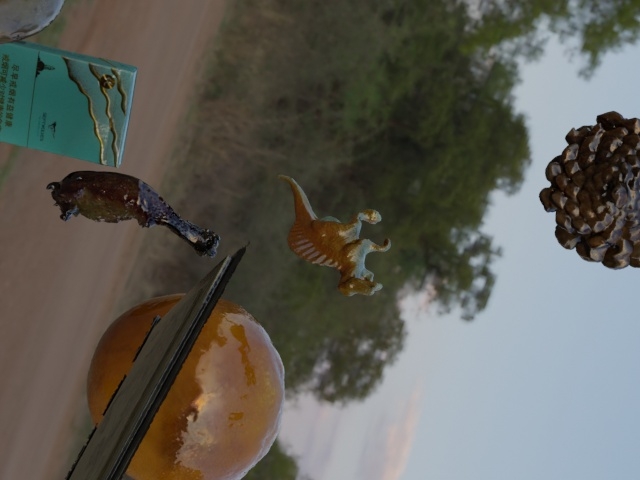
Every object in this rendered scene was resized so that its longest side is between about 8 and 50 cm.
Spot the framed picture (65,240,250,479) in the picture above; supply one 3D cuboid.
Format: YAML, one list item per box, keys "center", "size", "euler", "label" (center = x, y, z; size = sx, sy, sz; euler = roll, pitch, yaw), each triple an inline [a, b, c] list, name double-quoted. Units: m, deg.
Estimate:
- center: [-0.117, 0.104, 0.679]
  size: [0.199, 0.010, 0.195]
  euler: [-63, -169, -27]
  label: "framed picture"

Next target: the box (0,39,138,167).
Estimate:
- center: [-0.405, -0.213, 1.723]
  size: [0.041, 0.229, 0.162]
  euler: [-85, -172, -65]
  label: "box"

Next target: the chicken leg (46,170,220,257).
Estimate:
- center: [-0.255, -0.040, 1.534]
  size: [0.106, 0.253, 0.051]
  euler: [98, 13, -52]
  label: "chicken leg"

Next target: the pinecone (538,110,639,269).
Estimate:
- center: [0.346, -0.055, 1.306]
  size: [0.179, 0.195, 0.150]
  euler: [-45, -140, 7]
  label: "pinecone"

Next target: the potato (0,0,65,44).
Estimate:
- center: [-0.333, -0.255, 0.961]
  size: [0.165, 0.262, 0.165]
  euler: [-47, 146, -47]
  label: "potato"

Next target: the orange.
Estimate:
- center: [-0.170, 0.194, 1.431]
  size: [0.261, 0.261, 0.261]
  euler: [-159, -90, -87]
  label: "orange"

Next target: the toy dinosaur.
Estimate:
- center: [0.001, 0.001, 1.404]
  size: [0.142, 0.212, 0.057]
  euler: [-42, 148, -48]
  label: "toy dinosaur"
